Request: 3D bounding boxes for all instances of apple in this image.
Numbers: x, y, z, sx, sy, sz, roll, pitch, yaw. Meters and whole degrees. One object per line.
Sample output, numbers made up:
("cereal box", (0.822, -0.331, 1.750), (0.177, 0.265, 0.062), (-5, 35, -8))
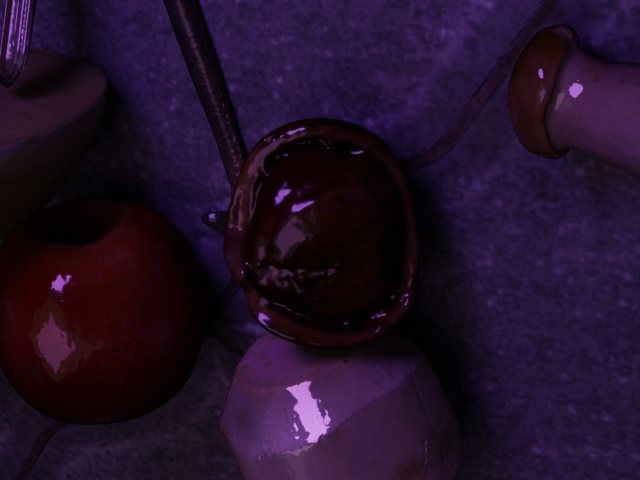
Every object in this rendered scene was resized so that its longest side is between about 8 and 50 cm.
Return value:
("apple", (-0.412, -0.109, 1.322), (0.320, 0.360, 0.311), (-34, 93, 36))
("apple", (-0.222, 0.070, 1.417), (0.218, 0.218, 0.201), (10, 122, 25))

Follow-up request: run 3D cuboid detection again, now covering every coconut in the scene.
("coconut", (0.022, 0.191, 1.354), (0.241, 0.241, 0.241), (14, 123, 22))

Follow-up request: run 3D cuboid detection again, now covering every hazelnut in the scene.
("hazelnut", (0.008, -0.003, 1.267), (0.170, 0.160, 0.201), (-24, 76, 15))

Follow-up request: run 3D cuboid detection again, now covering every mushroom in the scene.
("mushroom", (0.308, -0.091, 1.082), (0.350, 0.128, 0.128), (13, 123, 28))

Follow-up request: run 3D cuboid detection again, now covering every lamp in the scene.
("lamp", (-0.378, -0.233, 1.340), (0.283, 0.124, 0.203), (0, 75, 10))

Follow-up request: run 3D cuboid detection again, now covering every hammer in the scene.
("hammer", (-0.105, -0.141, 1.346), (0.125, 0.027, 0.297), (-5, 114, 33))
